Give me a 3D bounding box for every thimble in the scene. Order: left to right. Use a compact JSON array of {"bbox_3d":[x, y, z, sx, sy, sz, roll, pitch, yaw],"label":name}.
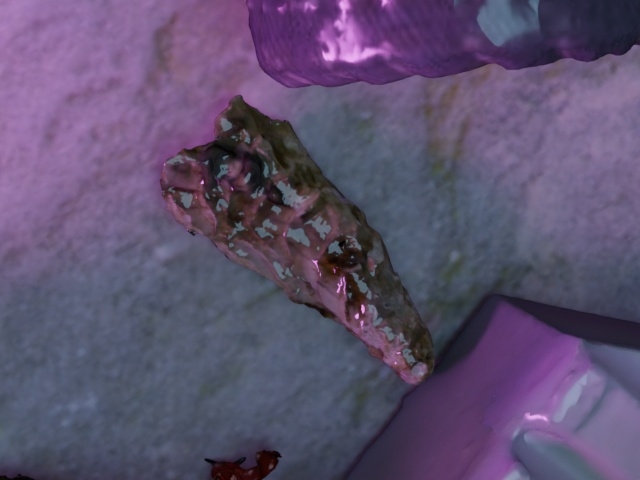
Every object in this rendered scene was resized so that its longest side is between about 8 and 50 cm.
[{"bbox_3d":[0.070,-0.177,0.988,0.236,0.205,0.172,-5,98,19],"label":"thimble"}]

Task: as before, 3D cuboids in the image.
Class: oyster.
[{"bbox_3d":[-0.002,-0.001,1.075,0.200,0.061,0.106,26,94,-16],"label":"oyster"}]

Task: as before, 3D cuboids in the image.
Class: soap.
[{"bbox_3d":[0.254,0.213,1.128,0.446,0.156,0.261,37,91,-17],"label":"soap"}]

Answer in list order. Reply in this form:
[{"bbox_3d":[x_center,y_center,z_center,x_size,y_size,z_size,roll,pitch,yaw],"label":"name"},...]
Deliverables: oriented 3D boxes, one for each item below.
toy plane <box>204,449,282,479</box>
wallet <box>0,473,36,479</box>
[{"bbox_3d":[-0.074,0.216,1.087,0.077,0.126,0.194,12,101,13],"label":"toy plane"},{"bbox_3d":[-0.119,0.205,1.036,0.031,0.198,0.110,1,102,-55],"label":"wallet"}]
